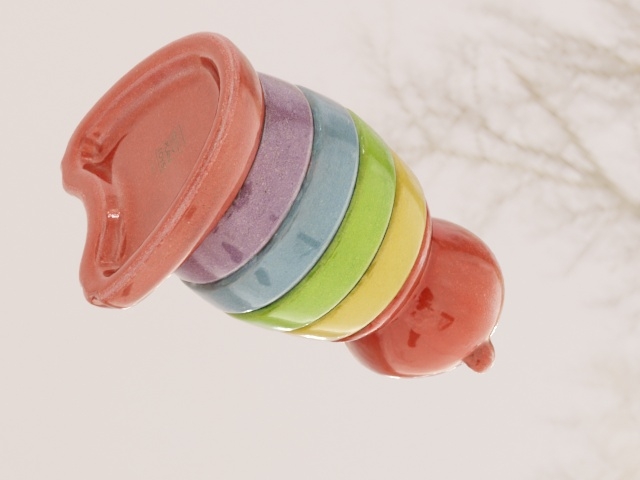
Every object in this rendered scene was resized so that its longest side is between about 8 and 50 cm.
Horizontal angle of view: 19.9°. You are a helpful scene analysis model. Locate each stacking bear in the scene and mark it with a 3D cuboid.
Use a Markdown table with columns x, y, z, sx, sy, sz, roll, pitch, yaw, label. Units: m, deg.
| x | y | z | sx | sy | sz | roll | pitch | yaw | label |
| --- | --- | --- | --- | --- | --- | --- | --- | --- | --- |
| 0.000 | 0.000 | 1.185 | 0.289 | 0.175 | 0.164 | 30 | -64 | -33 | stacking bear |
